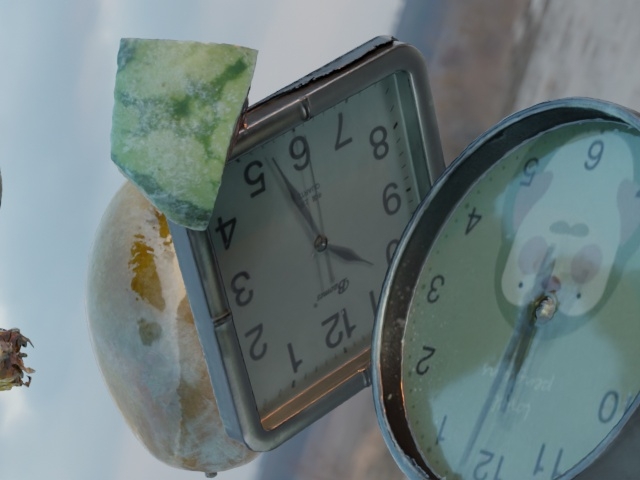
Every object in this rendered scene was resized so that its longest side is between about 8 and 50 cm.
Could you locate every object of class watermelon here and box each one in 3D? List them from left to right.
[{"bbox_3d":[-0.092,-0.105,1.246,0.158,0.098,0.121,-67,-5,-56],"label":"watermelon"}]

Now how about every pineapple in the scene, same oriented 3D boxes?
[{"bbox_3d":[-0.352,0.116,1.818,0.137,0.116,0.069,146,125,-71],"label":"pineapple"}]

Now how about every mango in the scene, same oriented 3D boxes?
[{"bbox_3d":[-0.161,0.091,2.078,0.199,0.221,0.384,-11,-89,-65],"label":"mango"}]

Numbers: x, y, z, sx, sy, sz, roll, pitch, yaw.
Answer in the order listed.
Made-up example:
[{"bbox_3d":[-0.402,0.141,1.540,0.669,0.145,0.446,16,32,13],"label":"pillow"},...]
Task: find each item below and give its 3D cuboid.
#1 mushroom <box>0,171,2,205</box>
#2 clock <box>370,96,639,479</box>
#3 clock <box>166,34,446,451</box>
[{"bbox_3d":[-0.372,-0.126,1.692,0.217,0.212,0.292,-59,-16,-13],"label":"mushroom"},{"bbox_3d":[0.160,0.051,1.263,0.319,0.066,0.318,-29,50,41],"label":"clock"},{"bbox_3d":[0.000,0.000,1.462,0.273,0.049,0.278,-31,-59,-33],"label":"clock"}]
